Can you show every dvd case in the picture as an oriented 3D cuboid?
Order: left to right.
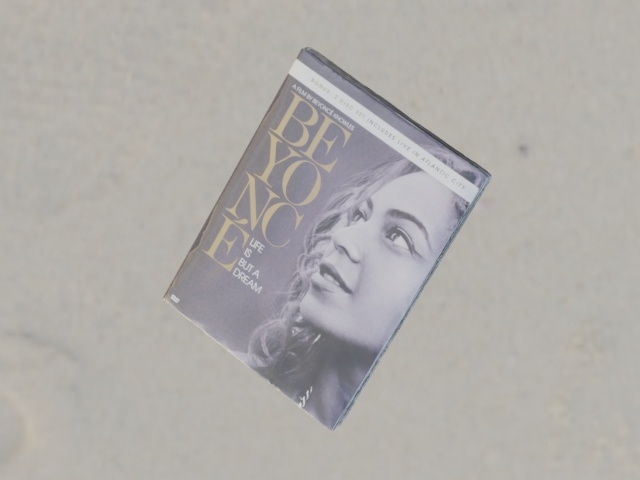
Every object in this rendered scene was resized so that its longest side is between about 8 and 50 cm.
[{"bbox_3d":[0.000,0.000,1.365,0.164,0.018,0.221,37,110,18],"label":"dvd case"}]
